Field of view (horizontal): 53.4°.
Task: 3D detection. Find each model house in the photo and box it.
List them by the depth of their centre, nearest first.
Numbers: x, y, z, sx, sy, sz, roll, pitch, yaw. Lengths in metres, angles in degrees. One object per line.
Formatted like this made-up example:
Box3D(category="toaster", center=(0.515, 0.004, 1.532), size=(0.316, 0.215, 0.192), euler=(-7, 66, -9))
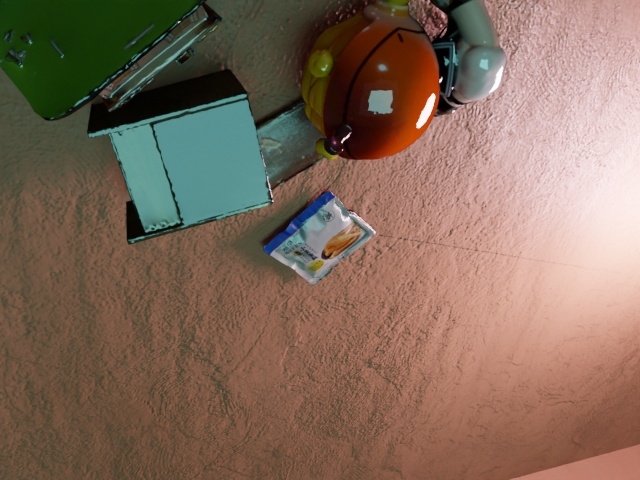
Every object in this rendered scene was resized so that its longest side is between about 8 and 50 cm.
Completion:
Box3D(category="model house", center=(-0.258, -0.295, 0.803), size=(0.294, 0.207, 0.154), euler=(-39, 177, 0))

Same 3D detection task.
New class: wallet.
Box3D(category="wallet", center=(-0.079, -0.149, 1.063), size=(0.232, 0.031, 0.122), euler=(-30, 130, 1))

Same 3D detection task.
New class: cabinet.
Box3D(category="cabinet", center=(-0.205, -0.128, 0.931), size=(0.215, 0.148, 0.175), euler=(-17, 121, -10))

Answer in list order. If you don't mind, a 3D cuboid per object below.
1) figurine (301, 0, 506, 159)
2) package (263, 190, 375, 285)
Box3D(category="figurine", center=(0.109, -0.239, 0.951), size=(0.323, 0.196, 0.320), euler=(-26, 141, -15))
Box3D(category="package", center=(0.000, 0.000, 1.228), size=(0.171, 0.027, 0.173), euler=(-40, 136, 13))
